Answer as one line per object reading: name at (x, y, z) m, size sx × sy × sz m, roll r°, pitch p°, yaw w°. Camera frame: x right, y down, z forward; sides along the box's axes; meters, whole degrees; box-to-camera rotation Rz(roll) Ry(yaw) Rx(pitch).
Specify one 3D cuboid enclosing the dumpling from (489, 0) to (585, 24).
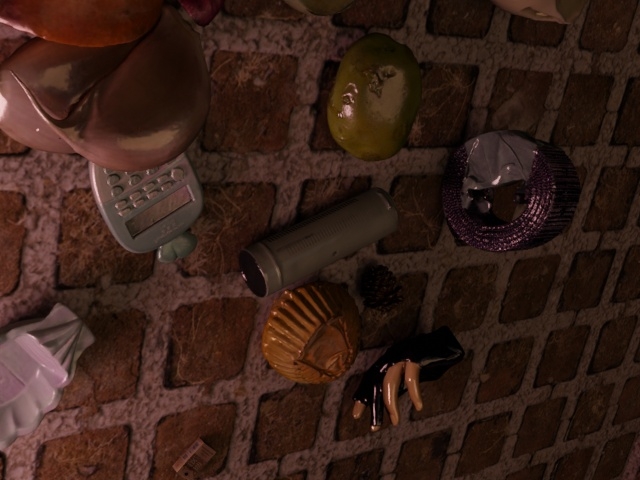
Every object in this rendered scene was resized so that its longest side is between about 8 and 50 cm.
dumpling at (0.396, -0.621, 1.789) m, size 0.395 × 0.233 × 0.315 m, roll 29°, pitch 61°, yaw -31°

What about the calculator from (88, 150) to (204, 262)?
calculator at (-0.298, -0.083, 1.581) m, size 0.184 × 0.042 × 0.295 m, roll -34°, pitch 128°, yaw -21°

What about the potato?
potato at (0.105, -0.269, 1.736) m, size 0.186 × 0.149 × 0.253 m, roll -27°, pitch 127°, yaw -29°

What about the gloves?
gloves at (0.196, 0.322, 2.134) m, size 0.301 × 0.152 × 0.197 m, roll -47°, pitch 171°, yaw -15°

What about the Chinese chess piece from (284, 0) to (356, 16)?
Chinese chess piece at (0.000, -0.488, 1.581) m, size 0.188 × 0.083 × 0.188 m, roll -21°, pitch 128°, yaw -29°

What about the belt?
belt at (0.401, -0.105, 1.955) m, size 0.122 × 0.325 × 0.260 m, roll -3°, pitch 90°, yaw -36°

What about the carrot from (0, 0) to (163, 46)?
carrot at (-0.350, -0.370, 1.241) m, size 0.307 × 0.258 × 0.100 m, roll -10°, pitch 141°, yaw -49°

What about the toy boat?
toy boat at (-0.521, 0.221, 1.519) m, size 0.290 × 0.100 × 0.199 m, roll -41°, pitch 133°, yaw -14°

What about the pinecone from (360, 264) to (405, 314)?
pinecone at (0.134, 0.109, 2.003) m, size 0.102 × 0.102 × 0.109 m, roll -36°, pitch 128°, yaw -19°

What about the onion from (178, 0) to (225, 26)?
onion at (-0.187, -0.451, 1.317) m, size 0.111 × 0.247 × 0.250 m, roll -23°, pitch 134°, yaw 11°

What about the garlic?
garlic at (-0.321, -0.207, 1.332) m, size 0.340 × 0.231 × 0.245 m, roll -21°, pitch 148°, yaw -46°

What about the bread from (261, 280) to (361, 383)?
bread at (-0.007, 0.200, 1.907) m, size 0.240 × 0.139 × 0.239 m, roll -22°, pitch 129°, yaw -30°

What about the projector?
projector at (0.000, 0.000, 1.826) m, size 0.338 × 0.108 × 0.108 m, roll -26°, pitch 127°, yaw -27°

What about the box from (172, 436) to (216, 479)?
box at (-0.266, 0.462, 1.915) m, size 0.083 × 0.024 × 0.053 m, roll -49°, pitch 134°, yaw -9°
